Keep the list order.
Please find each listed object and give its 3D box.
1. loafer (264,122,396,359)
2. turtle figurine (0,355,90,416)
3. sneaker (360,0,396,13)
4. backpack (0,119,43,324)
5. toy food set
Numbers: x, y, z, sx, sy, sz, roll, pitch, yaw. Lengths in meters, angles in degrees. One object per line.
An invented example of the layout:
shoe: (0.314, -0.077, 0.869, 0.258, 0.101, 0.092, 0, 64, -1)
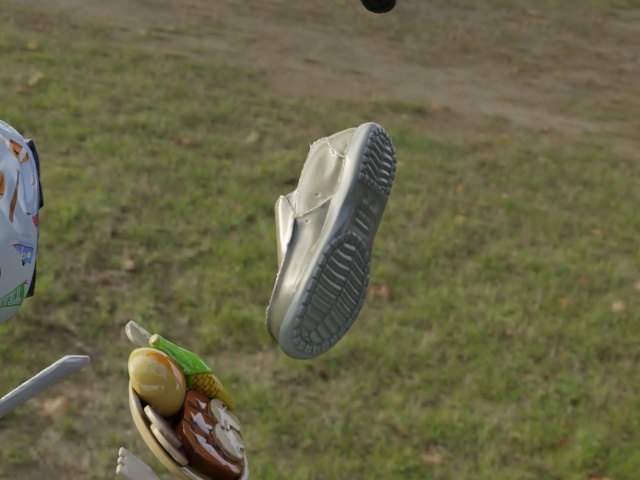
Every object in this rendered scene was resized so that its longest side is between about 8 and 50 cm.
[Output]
loafer: (0.000, 0.000, 1.216, 0.087, 0.251, 0.094, 3, -31, 34)
turtle figurine: (-0.304, 0.137, 0.731, 0.266, 0.274, 0.198, -9, 40, -34)
sneaker: (0.054, -0.291, 1.221, 0.051, 0.170, 0.089, 0, 48, 14)
backpack: (-0.392, -0.019, 1.135, 0.263, 0.276, 0.213, -6, -3, 15)
toy food set: (-0.096, 0.134, 0.946, 0.132, 0.038, 0.192, 41, 18, -25)
